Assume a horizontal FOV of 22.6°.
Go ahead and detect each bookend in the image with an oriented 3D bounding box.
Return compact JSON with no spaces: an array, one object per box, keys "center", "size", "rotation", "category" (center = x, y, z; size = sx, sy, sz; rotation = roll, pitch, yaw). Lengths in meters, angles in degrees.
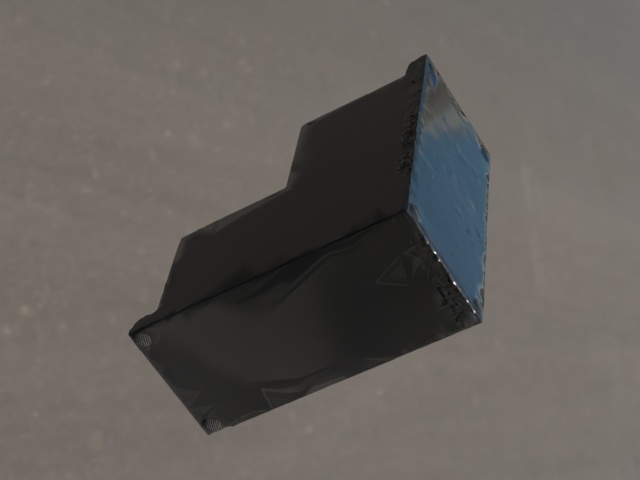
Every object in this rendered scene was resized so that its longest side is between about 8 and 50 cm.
[{"center":[0.000,0.000,0.813],"size":[0.072,0.157,0.156],"rotation":[55,23,-25],"category":"bookend"}]
